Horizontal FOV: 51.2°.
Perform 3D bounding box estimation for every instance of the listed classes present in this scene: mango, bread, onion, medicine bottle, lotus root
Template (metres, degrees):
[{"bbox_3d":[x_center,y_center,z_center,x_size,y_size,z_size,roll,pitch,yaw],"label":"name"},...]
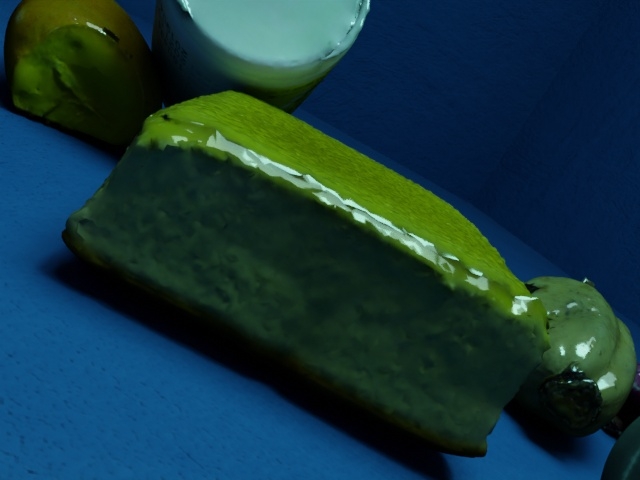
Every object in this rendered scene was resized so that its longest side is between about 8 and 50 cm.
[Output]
[{"bbox_3d":[-0.267,-0.215,0.777,0.187,0.138,0.257,38,13,-34],"label":"mango"},{"bbox_3d":[0.000,0.000,0.572,0.323,0.143,0.333,29,14,-4],"label":"bread"},{"bbox_3d":[0.393,0.209,0.823,0.104,0.115,0.115,-22,36,-15],"label":"onion"},{"bbox_3d":[-0.097,-0.246,0.820,0.213,0.214,0.378,29,-11,-13],"label":"medicine bottle"},{"bbox_3d":[0.262,0.121,0.735,0.154,0.140,0.257,46,24,3],"label":"lotus root"}]

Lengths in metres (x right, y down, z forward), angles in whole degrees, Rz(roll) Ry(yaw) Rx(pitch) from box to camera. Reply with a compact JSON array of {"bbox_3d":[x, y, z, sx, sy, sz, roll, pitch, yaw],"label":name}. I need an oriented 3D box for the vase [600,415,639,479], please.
[{"bbox_3d":[0.344,0.215,0.549,0.173,0.173,0.321,40,9,33],"label":"vase"}]
